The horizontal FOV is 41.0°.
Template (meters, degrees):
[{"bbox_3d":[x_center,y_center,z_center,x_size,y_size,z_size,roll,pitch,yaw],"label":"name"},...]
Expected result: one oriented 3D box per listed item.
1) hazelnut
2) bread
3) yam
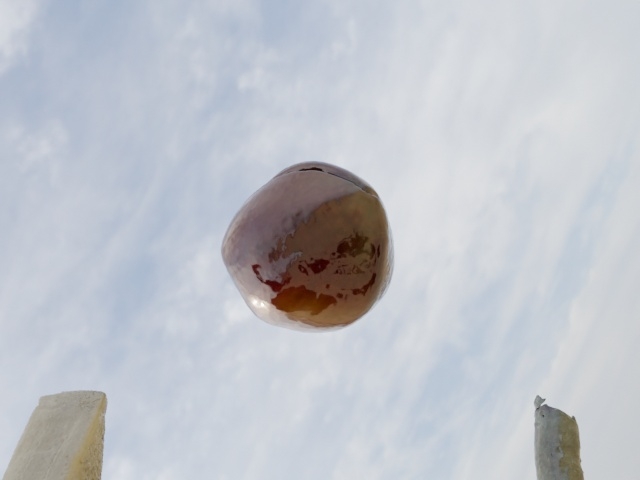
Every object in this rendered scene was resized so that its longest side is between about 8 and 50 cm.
[{"bbox_3d":[0.000,0.000,0.956,0.208,0.208,0.208,-40,-39,-42],"label":"hazelnut"},{"bbox_3d":[-0.240,0.228,0.800,0.152,0.077,0.105,-78,-18,-55],"label":"bread"},{"bbox_3d":[0.113,0.127,0.397,0.033,0.027,0.129,78,-164,-48],"label":"yam"}]
